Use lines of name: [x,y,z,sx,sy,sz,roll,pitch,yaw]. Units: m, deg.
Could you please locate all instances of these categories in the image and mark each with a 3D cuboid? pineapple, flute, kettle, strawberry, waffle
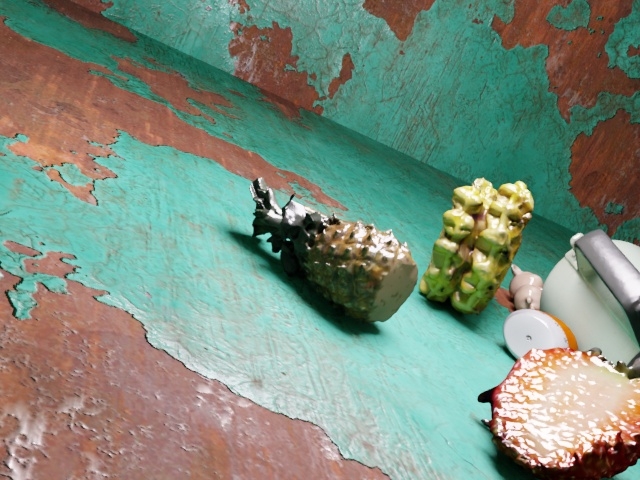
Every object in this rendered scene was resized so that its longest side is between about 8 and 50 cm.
pineapple: [0.000,0.000,1.316,0.310,0.141,0.170,32,-21,32]
flute: [0.065,-0.020,1.724,0.233,0.027,0.027,24,15,-13]
kettle: [0.546,0.138,1.490,0.376,0.250,0.361,-98,163,-68]
strawberry: [0.324,0.254,1.128,0.233,0.137,0.306,16,30,43]
waffle: [0.300,0.004,1.598,0.151,0.261,0.324,23,11,15]

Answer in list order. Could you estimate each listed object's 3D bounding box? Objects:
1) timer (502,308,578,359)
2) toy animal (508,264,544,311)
timer: [0.395,0.180,1.500,0.136,0.099,0.136,39,15,-12]
toy animal: [0.444,0.113,1.823,0.089,0.083,0.150,23,17,-7]
